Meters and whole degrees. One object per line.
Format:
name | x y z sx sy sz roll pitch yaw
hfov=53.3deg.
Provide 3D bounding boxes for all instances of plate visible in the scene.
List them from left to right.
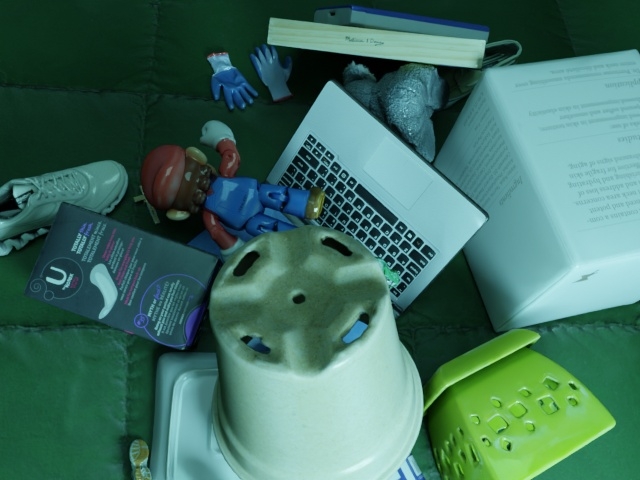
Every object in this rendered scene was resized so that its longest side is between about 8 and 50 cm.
plate | -0.140 0.311 1.032 0.277 0.045 0.278 -1 66 0

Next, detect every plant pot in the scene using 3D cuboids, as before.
plant pot | -0.019 0.156 0.888 0.333 0.306 0.334 -3 52 4
plant pot | 0.292 0.287 1.049 0.228 0.227 0.207 -21 64 -19

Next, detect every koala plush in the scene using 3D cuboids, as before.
koala plush | 0.126 -0.282 1.321 0.221 0.203 0.196 13 84 27

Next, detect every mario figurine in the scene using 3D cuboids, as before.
mario figurine | -0.157 -0.079 1.119 0.320 0.170 0.198 21 54 2

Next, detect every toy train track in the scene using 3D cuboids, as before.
toy train track | -0.327 -0.067 1.222 0.048 0.014 0.083 -19 75 -26

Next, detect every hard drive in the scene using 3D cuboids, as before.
hard drive | 0.170 -0.463 1.379 0.318 0.210 0.040 1 107 -22

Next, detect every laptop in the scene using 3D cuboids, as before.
laptop | 0.000 0.000 1.131 0.382 0.408 0.236 43 31 11

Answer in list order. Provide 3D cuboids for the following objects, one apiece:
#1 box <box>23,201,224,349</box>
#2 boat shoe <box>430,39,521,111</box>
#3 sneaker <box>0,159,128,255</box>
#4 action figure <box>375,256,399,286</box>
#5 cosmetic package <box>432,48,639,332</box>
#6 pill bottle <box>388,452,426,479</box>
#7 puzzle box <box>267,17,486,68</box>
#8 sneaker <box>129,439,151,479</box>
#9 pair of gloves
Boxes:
box | -0.315 0.065 1.067 0.270 0.143 0.165 20 80 -1
boat shoe | 0.320 -0.384 1.443 0.302 0.094 0.109 -26 71 -19
sneaker | -0.483 -0.074 1.140 0.292 0.118 0.110 -28 71 -23
action figure | 0.022 0.049 1.048 0.232 0.137 0.064 6 62 -14
cosmetic package | 0.458 -0.086 1.195 0.329 0.327 0.394 -9 66 -14
pill bottle | 0.122 0.454 0.972 0.153 0.153 0.265 -22 70 -19
puzzle box | 0.127 -0.394 1.288 0.408 0.272 0.052 10 106 11
sneaker | -0.291 0.359 1.013 0.031 0.037 0.083 9 38 -28
pair of gloves | -0.147 -0.359 1.389 0.198 0.023 0.159 -17 69 -16
